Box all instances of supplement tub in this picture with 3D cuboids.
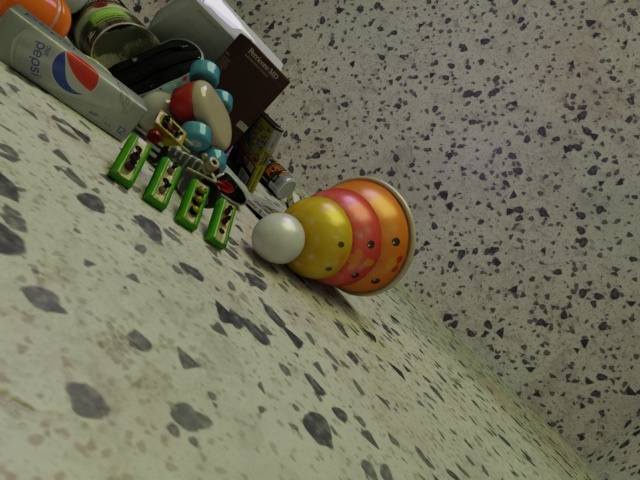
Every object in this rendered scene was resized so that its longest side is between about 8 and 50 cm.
[{"bbox_3d":[-0.205,-0.283,2.092,0.190,0.117,0.117,45,8,21],"label":"supplement tub"}]

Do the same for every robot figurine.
[{"bbox_3d":[-0.672,-0.534,1.077,0.158,0.128,0.219,40,6,27],"label":"robot figurine"}]

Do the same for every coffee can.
[{"bbox_3d":[-0.613,-0.590,1.393,0.275,0.201,0.201,47,9,31],"label":"coffee can"}]

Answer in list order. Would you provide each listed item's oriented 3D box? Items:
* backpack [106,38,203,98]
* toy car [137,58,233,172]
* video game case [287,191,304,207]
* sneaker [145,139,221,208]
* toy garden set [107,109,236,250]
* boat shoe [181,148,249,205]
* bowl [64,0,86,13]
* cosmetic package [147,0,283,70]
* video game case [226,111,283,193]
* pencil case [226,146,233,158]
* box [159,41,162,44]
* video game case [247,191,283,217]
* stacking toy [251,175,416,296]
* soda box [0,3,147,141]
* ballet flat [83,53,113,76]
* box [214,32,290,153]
[{"bbox_3d":[-0.424,-0.430,1.298,0.225,0.254,0.191,46,-12,34],"label":"backpack"},{"bbox_3d":[-0.360,-0.301,1.181,0.210,0.238,0.219,69,21,-67],"label":"toy car"},{"bbox_3d":[-0.021,-0.061,1.795,0.232,0.042,0.210,31,29,-28],"label":"video game case"},{"bbox_3d":[-0.286,-0.150,1.073,0.229,0.086,0.132,44,5,15],"label":"sneaker"},{"bbox_3d":[-0.250,-0.128,0.905,0.244,0.049,0.203,38,38,-30],"label":"toy garden set"},{"bbox_3d":[-0.279,-0.179,1.275,0.227,0.079,0.081,43,3,-22],"label":"boat shoe"},{"bbox_3d":[-0.735,-0.663,1.205,0.298,0.298,0.134,24,64,-67],"label":"bowl"},{"bbox_3d":[-0.360,-0.674,1.647,0.285,0.097,0.377,1,-26,41],"label":"cosmetic package"},{"bbox_3d":[-0.235,-0.313,1.615,0.035,0.248,0.275,16,22,-33],"label":"video game case"},{"bbox_3d":[-0.383,-0.384,1.762,0.088,0.086,0.206,23,-11,27],"label":"pencil case"},{"bbox_3d":[-0.558,-0.579,1.700,0.343,0.179,0.312,45,8,18],"label":"box"},{"bbox_3d":[-0.160,-0.090,1.516,0.183,0.023,0.201,40,8,27],"label":"video game case"},{"bbox_3d":[0.000,0.000,1.214,0.350,0.350,0.480,46,27,24],"label":"stacking toy"},{"bbox_3d":[-0.497,-0.329,0.948,0.286,0.091,0.098,37,10,-35],"label":"soda box"},{"bbox_3d":[-0.567,-0.396,1.070,0.077,0.077,0.231,28,-1,35],"label":"ballet flat"},{"bbox_3d":[-0.305,-0.461,1.561,0.191,0.381,0.143,36,10,-40],"label":"box"}]
